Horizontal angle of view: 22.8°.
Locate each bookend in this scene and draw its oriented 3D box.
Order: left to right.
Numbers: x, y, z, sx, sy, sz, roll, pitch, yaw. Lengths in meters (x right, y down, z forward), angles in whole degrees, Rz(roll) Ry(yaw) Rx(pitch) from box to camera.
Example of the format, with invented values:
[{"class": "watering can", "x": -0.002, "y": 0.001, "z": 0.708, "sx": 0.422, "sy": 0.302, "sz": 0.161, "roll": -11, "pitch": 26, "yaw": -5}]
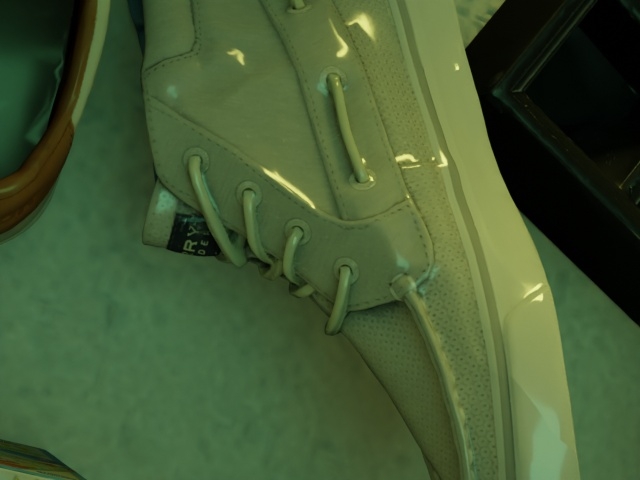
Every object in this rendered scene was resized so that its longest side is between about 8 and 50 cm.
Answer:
[{"class": "bookend", "x": 0.151, "y": -0.060, "z": 0.636, "sx": 0.157, "sy": 0.072, "sz": 0.156, "roll": 44, "pitch": 77, "yaw": -14}]

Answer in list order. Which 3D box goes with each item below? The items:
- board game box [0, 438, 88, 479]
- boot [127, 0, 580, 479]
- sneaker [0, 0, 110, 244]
[{"class": "board game box", "x": -0.157, "y": 0.069, "z": 0.514, "sx": 0.154, "sy": 0.103, "sz": 0.026, "roll": 16, "pitch": 85, "yaw": -18}, {"class": "boot", "x": 0.000, "y": 0.000, "z": 0.552, "sx": 0.123, "sy": 0.095, "sz": 0.258, "roll": -9, "pitch": 65, "yaw": -11}, {"class": "sneaker", "x": -0.100, "y": -0.141, "z": 0.526, "sx": 0.106, "sy": 0.123, "sz": 0.290, "roll": 3, "pitch": 88, "yaw": -17}]
